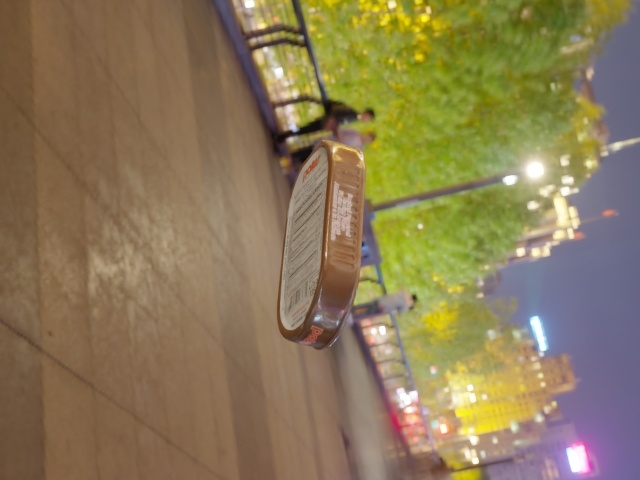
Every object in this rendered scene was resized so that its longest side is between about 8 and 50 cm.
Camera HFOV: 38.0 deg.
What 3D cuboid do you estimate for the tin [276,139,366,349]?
[{"bbox_3d":[0.000,0.000,0.798,0.106,0.040,0.190,-41,-142,51],"label":"tin"}]
